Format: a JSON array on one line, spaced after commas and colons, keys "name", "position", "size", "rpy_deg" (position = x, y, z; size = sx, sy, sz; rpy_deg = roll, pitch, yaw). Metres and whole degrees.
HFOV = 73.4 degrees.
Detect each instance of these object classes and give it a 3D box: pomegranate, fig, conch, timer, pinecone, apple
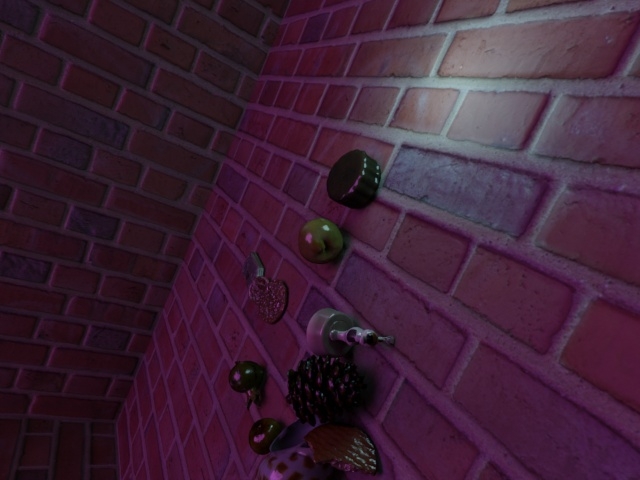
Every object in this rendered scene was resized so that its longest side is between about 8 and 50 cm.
[{"name": "pomegranate", "position": [-0.330, 0.640, 1.910], "size": [0.156, 0.156, 0.219], "rpy_deg": [-32, 58, 45]}, {"name": "fig", "position": [-0.221, 0.770, 1.694], "size": [0.136, 0.121, 0.153], "rpy_deg": [-43, -3, -29]}, {"name": "conch", "position": [-0.091, 0.745, 1.396], "size": [0.368, 0.197, 0.249], "rpy_deg": [-26, 25, -11]}, {"name": "timer", "position": [0.100, 0.318, 1.421], "size": [0.266, 0.175, 0.175], "rpy_deg": [-6, 69, 51]}, {"name": "pinecone", "position": [0.009, 0.472, 1.382], "size": [0.273, 0.224, 0.224], "rpy_deg": [-23, 51, 17]}, {"name": "apple", "position": [0.000, 0.000, 1.724], "size": [0.200, 0.200, 0.199], "rpy_deg": [-32, 48, 45]}]

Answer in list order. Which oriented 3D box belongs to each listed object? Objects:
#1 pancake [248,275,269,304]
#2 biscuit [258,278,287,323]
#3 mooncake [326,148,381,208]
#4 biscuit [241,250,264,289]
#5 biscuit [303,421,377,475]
[{"name": "pancake", "position": [-0.305, 0.248, 2.154], "size": [0.152, 0.025, 0.151], "rpy_deg": [-10, 72, 34]}, {"name": "biscuit", "position": [-0.227, 0.288, 2.033], "size": [0.220, 0.033, 0.219], "rpy_deg": [-21, 61, 45]}, {"name": "mooncake", "position": [0.137, -0.240, 1.706], "size": [0.228, 0.124, 0.228], "rpy_deg": [-32, 45, 39]}, {"name": "biscuit", "position": [-0.362, 0.175, 2.297], "size": [0.147, 0.046, 0.250], "rpy_deg": [-59, 34, 16]}, {"name": "biscuit", "position": [0.067, 0.642, 1.304], "size": [0.229, 0.176, 0.031], "rpy_deg": [36, 145, 41]}]
